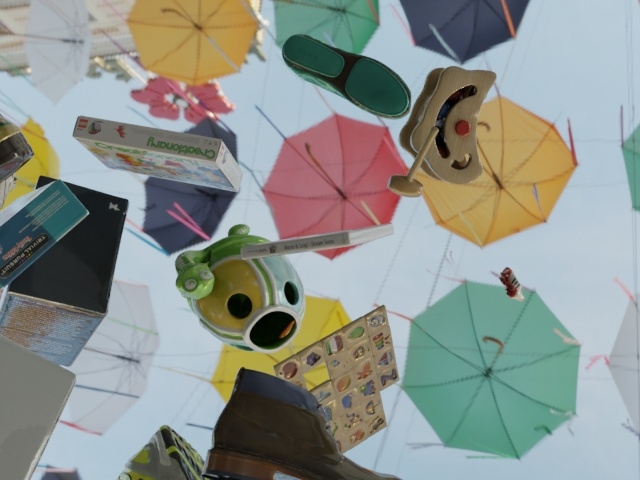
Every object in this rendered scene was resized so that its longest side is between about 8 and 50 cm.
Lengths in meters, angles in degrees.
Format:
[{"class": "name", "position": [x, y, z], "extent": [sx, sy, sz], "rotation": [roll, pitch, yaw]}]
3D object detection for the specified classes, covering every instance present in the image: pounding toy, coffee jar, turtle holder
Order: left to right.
[{"class": "coffee jar", "position": [-0.435, -0.149, 0.925], "extent": [0.096, 0.079, 0.184], "rotation": [-32, -76, 10]}, {"class": "turtle holder", "position": [-0.161, 0.104, 1.649], "extent": [0.243, 0.320, 0.227], "rotation": [-31, -133, -11]}, {"class": "pounding toy", "position": [0.241, -0.182, 1.377], "extent": [0.154, 0.155, 0.270], "rotation": [24, -87, -17]}]

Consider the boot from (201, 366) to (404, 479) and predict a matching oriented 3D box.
[{"class": "boot", "position": [0.002, 0.196, 0.747], "extent": [0.219, 0.082, 0.106], "rotation": [18, -115, -19]}]

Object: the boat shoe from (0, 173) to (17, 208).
[{"class": "boat shoe", "position": [-0.483, -0.088, 1.186], "extent": [0.035, 0.035, 0.100], "rotation": [46, -51, 30]}]

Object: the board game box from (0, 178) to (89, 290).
[{"class": "board game box", "position": [-0.568, 0.018, 1.356], "extent": [0.254, 0.079, 0.336], "rotation": [-47, -159, -25]}]

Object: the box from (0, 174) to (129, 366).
[{"class": "box", "position": [-0.619, 0.087, 1.812], "extent": [0.395, 0.211, 0.294], "rotation": [-43, -143, 52]}]

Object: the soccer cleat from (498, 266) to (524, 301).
[{"class": "soccer cleat", "position": [0.350, 0.080, 1.407], "extent": [0.029, 0.035, 0.083], "rotation": [-51, -159, 26]}]

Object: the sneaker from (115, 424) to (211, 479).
[{"class": "sneaker", "position": [-0.222, 0.451, 1.194], "extent": [0.147, 0.145, 0.384], "rotation": [-42, -152, -4]}]

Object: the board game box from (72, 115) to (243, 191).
[{"class": "board game box", "position": [-0.328, -0.177, 1.594], "extent": [0.305, 0.193, 0.053], "rotation": [11, -103, 10]}]

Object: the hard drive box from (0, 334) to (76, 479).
[{"class": "hard drive box", "position": [-0.324, 0.204, 0.656], "extent": [0.232, 0.089, 0.181], "rotation": [-33, -150, 40]}]

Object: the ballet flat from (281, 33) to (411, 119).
[{"class": "ballet flat", "position": [0.051, -0.275, 1.304], "extent": [0.247, 0.087, 0.083], "rotation": [29, -85, 12]}]

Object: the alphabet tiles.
[{"class": "alphabet tiles", "position": [0.038, 0.236, 1.205], "extent": [0.198, 0.237, 0.009], "rotation": [-27, -145, -20]}]

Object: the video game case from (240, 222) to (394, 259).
[{"class": "video game case", "position": [0.000, 0.000, 0.960], "extent": [0.143, 0.157, 0.019], "rotation": [-8, -88, 24]}]
